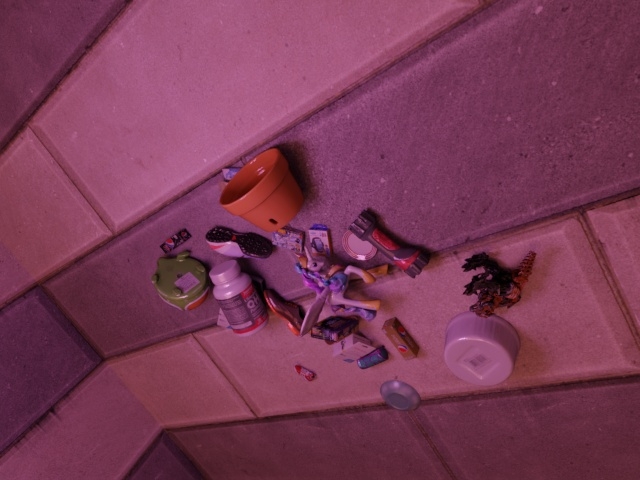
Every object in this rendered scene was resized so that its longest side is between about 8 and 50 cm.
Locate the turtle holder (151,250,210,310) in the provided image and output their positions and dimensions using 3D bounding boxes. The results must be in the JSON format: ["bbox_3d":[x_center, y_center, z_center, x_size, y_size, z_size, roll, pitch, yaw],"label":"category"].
[{"bbox_3d":[-0.680,0.209,2.189,0.321,0.243,0.227,10,141,11],"label":"turtle holder"}]

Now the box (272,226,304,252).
[{"bbox_3d":[-0.135,-0.010,1.903,0.137,0.027,0.093,17,127,17],"label":"box"}]

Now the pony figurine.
[{"bbox_3d":[0.056,0.207,1.819,0.364,0.302,0.350,12,115,5],"label":"pony figurine"}]

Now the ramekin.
[{"bbox_3d":[0.603,0.418,1.736,0.277,0.135,0.277,13,125,19],"label":"ramekin"}]

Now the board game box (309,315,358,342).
[{"bbox_3d":[0.057,0.366,1.911,0.141,0.170,0.048,2,100,34],"label":"board game box"}]

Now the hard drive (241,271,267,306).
[{"bbox_3d":[-0.371,0.221,2.155,0.255,0.054,0.171,9,124,22],"label":"hard drive"}]

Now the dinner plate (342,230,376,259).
[{"bbox_3d":[0.153,0.013,1.780,0.141,0.017,0.141,12,124,19],"label":"dinner plate"}]

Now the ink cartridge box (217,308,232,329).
[{"bbox_3d":[-0.441,0.354,2.259,0.104,0.060,0.180,19,128,-1],"label":"ink cartridge box"}]

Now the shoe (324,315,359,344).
[{"bbox_3d":[0.099,0.390,2.030,0.219,0.058,0.076,-42,75,35],"label":"shoe"}]

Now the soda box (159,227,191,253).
[{"bbox_3d":[-0.688,0.005,2.173,0.169,0.060,0.053,-27,104,37],"label":"soda box"}]

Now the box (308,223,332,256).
[{"bbox_3d":[0.000,0.000,1.843,0.081,0.028,0.136,5,124,25],"label":"box"}]

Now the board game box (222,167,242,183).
[{"bbox_3d":[-0.346,-0.251,1.861,0.090,0.020,0.090,3,121,24],"label":"board game box"}]

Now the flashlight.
[{"bbox_3d":[0.254,0.007,1.679,0.304,0.103,0.103,41,150,4],"label":"flashlight"}]

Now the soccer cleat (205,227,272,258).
[{"bbox_3d":[-0.348,0.030,2.004,0.319,0.108,0.116,13,145,17],"label":"soccer cleat"}]

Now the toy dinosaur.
[{"bbox_3d":[0.611,0.142,1.578,0.219,0.164,0.321,25,111,-7],"label":"toy dinosaur"}]

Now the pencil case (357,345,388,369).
[{"bbox_3d":[0.230,0.522,2.037,0.070,0.064,0.152,37,131,-19],"label":"pencil case"}]

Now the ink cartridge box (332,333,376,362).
[{"bbox_3d":[0.149,0.470,2.023,0.104,0.061,0.181,26,134,-26],"label":"ink cartridge box"}]

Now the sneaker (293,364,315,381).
[{"bbox_3d":[-0.075,0.658,2.292,0.118,0.042,0.067,43,134,-13],"label":"sneaker"}]

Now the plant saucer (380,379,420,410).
[{"bbox_3d":[0.363,0.731,2.122,0.195,0.037,0.194,13,125,20],"label":"plant saucer"}]

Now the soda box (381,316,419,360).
[{"bbox_3d":[0.335,0.411,1.914,0.058,0.061,0.181,-29,104,37],"label":"soda box"}]

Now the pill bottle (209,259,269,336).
[{"bbox_3d":[-0.363,0.251,2.020,0.177,0.176,0.318,-8,116,31],"label":"pill bottle"}]

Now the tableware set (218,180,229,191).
[{"bbox_3d":[-0.336,-0.188,1.878,0.169,0.020,0.141,4,133,25],"label":"tableware set"}]

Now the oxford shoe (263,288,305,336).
[{"bbox_3d":[-0.148,0.311,2.095,0.098,0.097,0.271,-42,94,11],"label":"oxford shoe"}]

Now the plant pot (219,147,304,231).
[{"bbox_3d":[-0.199,-0.169,1.696,0.291,0.290,0.203,-21,126,35],"label":"plant pot"}]
